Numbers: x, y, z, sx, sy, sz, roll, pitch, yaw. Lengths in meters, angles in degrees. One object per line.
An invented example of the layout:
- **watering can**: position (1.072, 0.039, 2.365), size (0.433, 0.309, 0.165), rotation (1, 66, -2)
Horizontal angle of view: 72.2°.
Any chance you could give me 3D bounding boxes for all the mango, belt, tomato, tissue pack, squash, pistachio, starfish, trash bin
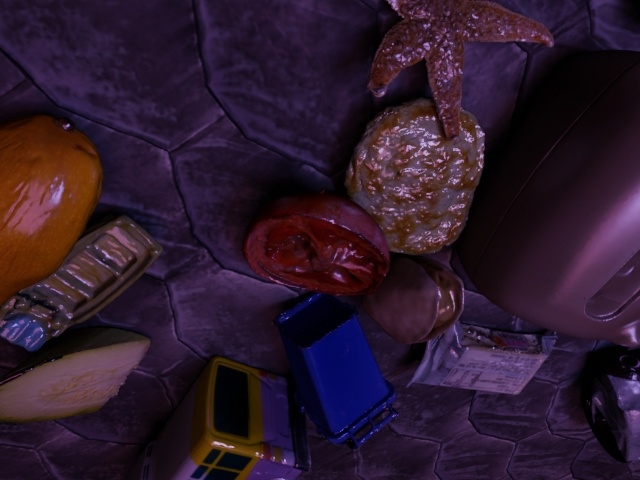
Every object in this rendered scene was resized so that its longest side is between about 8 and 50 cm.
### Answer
- **mango**: position (-0.421, -0.018, 0.560), size (0.359, 0.144, 0.187), rotation (-37, 95, 11)
- **belt**: position (0.706, 0.389, 1.032), size (0.164, 0.184, 0.289), rotation (-15, 119, 5)
- **tomato**: position (-0.001, -0.002, 0.661), size (0.227, 0.101, 0.228), rotation (12, 146, 8)
- **tissue pack**: position (0.394, -0.048, 0.627), size (0.267, 0.277, 0.387), rotation (19, 117, -19)
- **squash**: position (-0.436, 0.253, 0.743), size (0.204, 0.155, 0.237), rotation (31, 112, -25)
- **pistachio**: position (0.149, 0.094, 0.732), size (0.126, 0.152, 0.223), rotation (-3, 167, -22)
- **starfish**: position (0.158, -0.250, 0.557), size (0.295, 0.048, 0.231), rotation (12, 95, -17)
- **trash bin**: position (0.026, 0.225, 0.783), size (0.162, 0.184, 0.235), rotation (-30, 120, -22)

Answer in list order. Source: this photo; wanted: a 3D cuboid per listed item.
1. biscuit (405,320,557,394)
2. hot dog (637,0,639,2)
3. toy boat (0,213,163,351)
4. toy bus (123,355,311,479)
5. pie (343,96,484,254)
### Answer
- **biscuit**: position (0.346, 0.249, 0.930), size (0.309, 0.079, 0.186), rotation (11, 119, -17)
- **hot dog**: position (0.451, -0.358, 0.541), size (0.146, 0.103, 0.213), rotation (-39, 134, -10)
- **toy boat**: position (-0.364, 0.056, 0.669), size (0.276, 0.084, 0.111), rotation (-37, 119, 10)
- **toy bus**: position (-0.230, 0.465, 0.884), size (0.249, 0.209, 0.440), rotation (26, 114, -23)
- **pie**: position (0.131, -0.091, 0.658), size (0.201, 0.090, 0.248), rotation (1, 124, -6)
